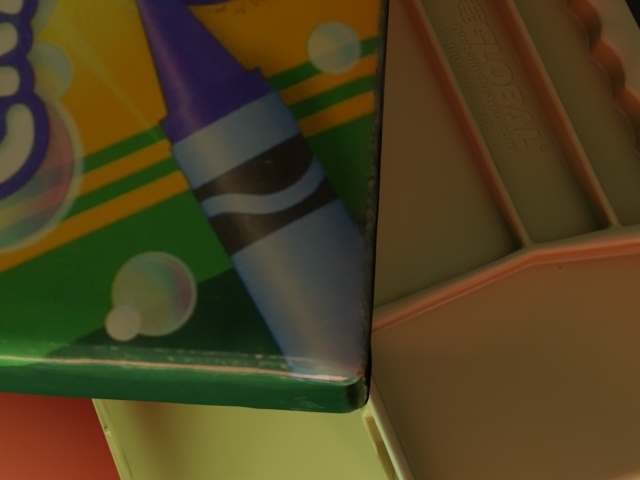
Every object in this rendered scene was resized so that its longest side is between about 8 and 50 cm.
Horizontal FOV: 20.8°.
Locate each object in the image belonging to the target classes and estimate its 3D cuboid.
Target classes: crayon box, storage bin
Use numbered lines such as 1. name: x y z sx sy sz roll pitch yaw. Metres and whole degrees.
1. crayon box: -0.144 -0.071 0.409 0.323 0.203 0.083 3 170 2
2. storage bin: 0.000 0.000 0.585 0.123 0.260 0.262 -15 163 -22

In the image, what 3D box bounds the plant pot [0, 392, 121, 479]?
1. plant pot: -0.144 0.099 0.811 0.243 0.275 0.275 25 145 -28
